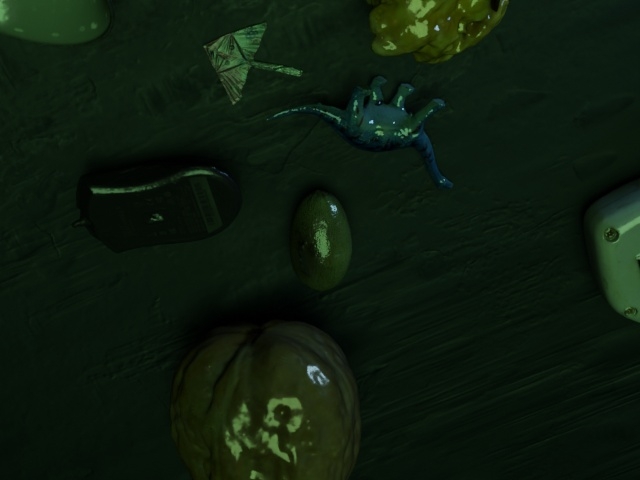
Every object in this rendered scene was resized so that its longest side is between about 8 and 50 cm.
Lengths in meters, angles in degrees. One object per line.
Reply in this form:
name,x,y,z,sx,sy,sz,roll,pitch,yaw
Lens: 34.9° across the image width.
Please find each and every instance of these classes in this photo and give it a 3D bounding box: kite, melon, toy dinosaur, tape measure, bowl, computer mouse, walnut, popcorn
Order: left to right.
bowl,-0.406,-0.405,1.326,0.337,0.337,0.157,21,71,-13
computer mouse,-0.252,-0.062,1.558,0.264,0.088,0.147,-10,131,-1
kite,-0.104,-0.263,1.526,0.153,0.005,0.137,20,113,-13
walnut,-0.083,0.297,1.622,0.306,0.306,0.344,-11,112,0
melon,0.000,0.000,1.601,0.099,0.099,0.162,-3,111,-4
toy dinosaur,0.094,-0.185,1.542,0.329,0.076,0.144,18,118,-24
popcorn,0.169,-0.340,1.420,0.254,0.191,0.190,-24,128,-3
tape measure,0.569,0.016,1.640,0.265,0.130,0.258,-28,115,8
